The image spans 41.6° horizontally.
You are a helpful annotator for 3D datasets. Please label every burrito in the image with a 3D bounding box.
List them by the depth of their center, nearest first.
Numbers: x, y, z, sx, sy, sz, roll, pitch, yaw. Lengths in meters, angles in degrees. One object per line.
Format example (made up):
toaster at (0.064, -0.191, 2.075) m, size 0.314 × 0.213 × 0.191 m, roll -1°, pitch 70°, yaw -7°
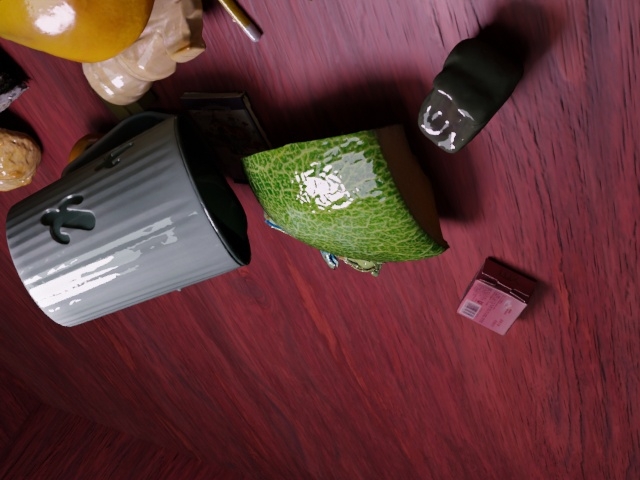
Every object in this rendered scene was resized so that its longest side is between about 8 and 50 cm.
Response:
burrito at (0.000, 0.000, 1.748) m, size 0.288 × 0.054 × 0.104 m, roll 26°, pitch 148°, yaw 10°

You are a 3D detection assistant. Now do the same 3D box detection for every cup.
cup at (-0.353, -0.048, 1.631) m, size 0.392 × 0.401 × 0.310 m, roll -23°, pitch 112°, yaw 5°

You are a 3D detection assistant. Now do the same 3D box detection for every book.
book at (-0.163, -0.194, 1.649) m, size 0.157 × 0.026 × 0.231 m, roll 6°, pitch 140°, yaw 36°

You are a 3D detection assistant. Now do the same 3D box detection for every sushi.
sushi at (-0.752, -0.330, 1.868) m, size 0.225 × 0.136 × 0.126 m, roll -4°, pitch 125°, yaw 50°

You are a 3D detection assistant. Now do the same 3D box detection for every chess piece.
chess piece at (-0.297, -0.348, 1.474) m, size 0.137 × 0.137 × 0.301 m, roll 46°, pitch 142°, yaw -21°

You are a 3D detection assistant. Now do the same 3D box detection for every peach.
peach at (-0.380, -0.432, 1.289) m, size 0.289 × 0.289 × 0.308 m, roll 30°, pitch 115°, yaw 3°

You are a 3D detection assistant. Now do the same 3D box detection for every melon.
melon at (0.020, -0.091, 1.489) m, size 0.343 × 0.226 × 0.331 m, roll -11°, pitch 147°, yaw 31°

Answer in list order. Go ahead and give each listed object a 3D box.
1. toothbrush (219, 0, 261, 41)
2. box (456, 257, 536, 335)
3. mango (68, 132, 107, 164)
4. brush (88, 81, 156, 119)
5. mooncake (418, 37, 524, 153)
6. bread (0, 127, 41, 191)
toothbrush at (-0.192, -0.432, 1.351) m, size 0.288 × 0.021 × 0.024 m, roll 49°, pitch 156°, yaw -24°
box at (0.334, 0.109, 1.608) m, size 0.111 × 0.060 × 0.156 m, roll 28°, pitch 151°, yaw 6°
mango at (-0.433, -0.137, 1.859) m, size 0.254 × 0.139 × 0.175 m, roll 33°, pitch 165°, yaw -18°
brush at (-0.433, -0.346, 1.653) m, size 0.103 × 0.047 × 0.233 m, roll -6°, pitch 131°, yaw 45°
mooncake at (0.204, -0.202, 1.192) m, size 0.104 × 0.168 × 0.175 m, roll 33°, pitch 133°, yaw 1°
bread at (-0.794, -0.191, 2.040) m, size 0.244 × 0.134 × 0.244 m, roll -3°, pitch 172°, yaw 0°
